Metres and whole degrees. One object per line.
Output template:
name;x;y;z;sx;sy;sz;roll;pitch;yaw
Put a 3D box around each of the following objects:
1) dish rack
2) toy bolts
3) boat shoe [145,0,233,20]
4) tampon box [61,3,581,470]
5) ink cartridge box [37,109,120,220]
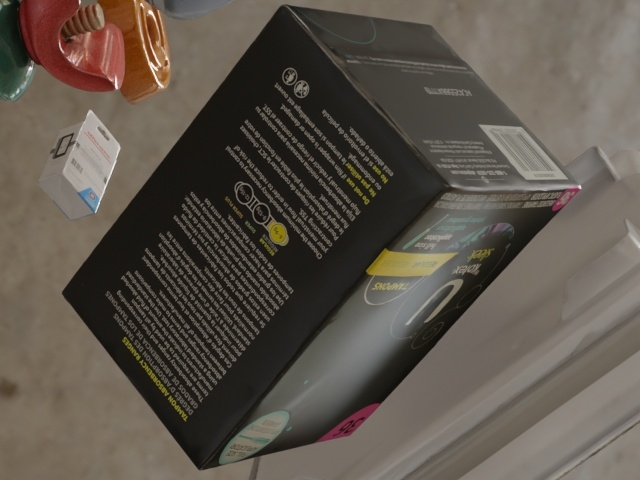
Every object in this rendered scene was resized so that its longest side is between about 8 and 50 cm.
dish rack;0.079;0.068;1.056;0.333;0.072;0.285;-37;-170;12
toy bolts;-0.217;-0.159;1.408;0.228;0.158;0.218;-88;164;-54
boat shoe;0.027;-0.264;0.871;0.367;0.156;0.136;-39;168;-3
tampon box;0.000;0.000;0.805;0.161;0.101;0.120;-50;157;24
ink cartridge box;-0.199;-0.063;1.633;0.048;0.028;0.083;53;35;-32
